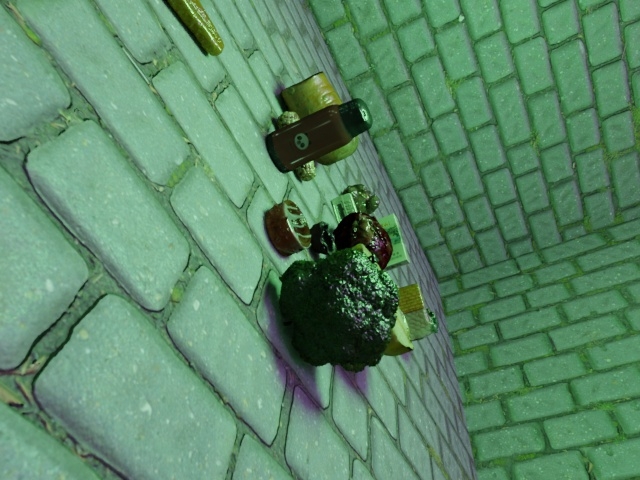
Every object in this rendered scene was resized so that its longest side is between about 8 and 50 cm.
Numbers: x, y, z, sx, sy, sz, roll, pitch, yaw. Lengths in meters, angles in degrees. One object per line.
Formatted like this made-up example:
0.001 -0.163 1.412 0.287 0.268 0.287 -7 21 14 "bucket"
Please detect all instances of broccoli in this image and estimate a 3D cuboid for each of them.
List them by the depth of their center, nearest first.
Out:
0.039 0.178 1.179 0.283 0.303 0.321 171 -77 -85 "broccoli"

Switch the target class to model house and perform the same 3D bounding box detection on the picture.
0.413 0.316 2.121 0.238 0.202 0.237 69 18 -3 "model house"

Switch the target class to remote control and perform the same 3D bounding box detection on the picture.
0.121 -0.077 1.902 0.049 0.090 0.230 4 68 -71 "remote control"

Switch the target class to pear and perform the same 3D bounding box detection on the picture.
0.136 0.214 1.477 0.387 0.191 0.340 61 14 -20 "pear"

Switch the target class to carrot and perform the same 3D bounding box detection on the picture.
0.004 -0.471 1.791 0.341 0.224 0.224 63 19 -13 "carrot"

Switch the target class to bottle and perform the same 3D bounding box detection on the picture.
0.003 -0.341 1.466 0.144 0.336 0.144 54 25 -40 "bottle"

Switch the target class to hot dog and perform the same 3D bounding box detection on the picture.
-0.351 -0.612 1.199 0.286 0.061 0.088 55 27 -40 "hot dog"

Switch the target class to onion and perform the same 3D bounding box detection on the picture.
0.151 0.007 1.705 0.281 0.221 0.281 -9 90 -85 "onion"

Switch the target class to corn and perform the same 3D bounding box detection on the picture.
-0.082 -0.332 1.619 0.086 0.086 0.253 -32 103 -71 "corn"

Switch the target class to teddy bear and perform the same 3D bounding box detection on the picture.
0.183 -0.198 2.155 0.190 0.177 0.140 -83 -168 -53 "teddy bear"

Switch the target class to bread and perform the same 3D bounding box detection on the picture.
-0.089 -0.035 1.298 0.160 0.073 0.161 54 24 -39 "bread"

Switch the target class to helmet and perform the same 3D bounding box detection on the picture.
0.000 0.000 1.514 0.098 0.070 0.123 -54 128 -61 "helmet"

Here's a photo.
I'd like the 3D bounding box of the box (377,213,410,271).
0.328 0.015 2.263 0.069 0.164 0.257 36 37 -57 "box"
